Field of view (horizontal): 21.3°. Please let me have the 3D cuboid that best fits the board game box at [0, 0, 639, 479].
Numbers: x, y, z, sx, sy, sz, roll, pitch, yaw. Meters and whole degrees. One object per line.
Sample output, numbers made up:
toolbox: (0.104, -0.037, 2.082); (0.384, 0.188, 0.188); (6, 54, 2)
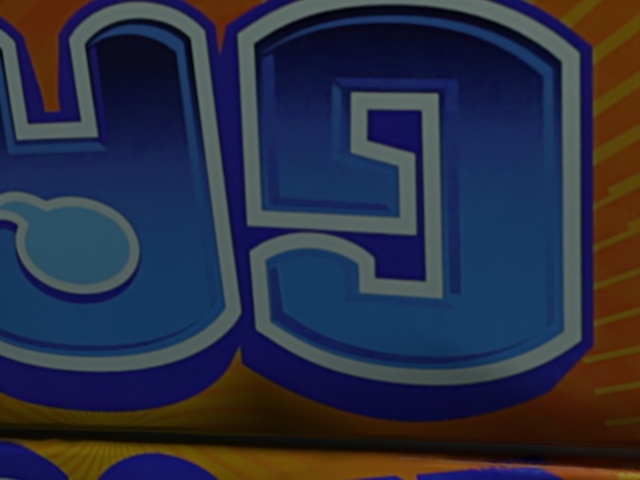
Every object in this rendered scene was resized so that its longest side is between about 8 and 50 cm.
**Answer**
board game box: (0.000, 0.000, 0.612); (0.356, 0.356, 0.356); (-1, 17, 21)
